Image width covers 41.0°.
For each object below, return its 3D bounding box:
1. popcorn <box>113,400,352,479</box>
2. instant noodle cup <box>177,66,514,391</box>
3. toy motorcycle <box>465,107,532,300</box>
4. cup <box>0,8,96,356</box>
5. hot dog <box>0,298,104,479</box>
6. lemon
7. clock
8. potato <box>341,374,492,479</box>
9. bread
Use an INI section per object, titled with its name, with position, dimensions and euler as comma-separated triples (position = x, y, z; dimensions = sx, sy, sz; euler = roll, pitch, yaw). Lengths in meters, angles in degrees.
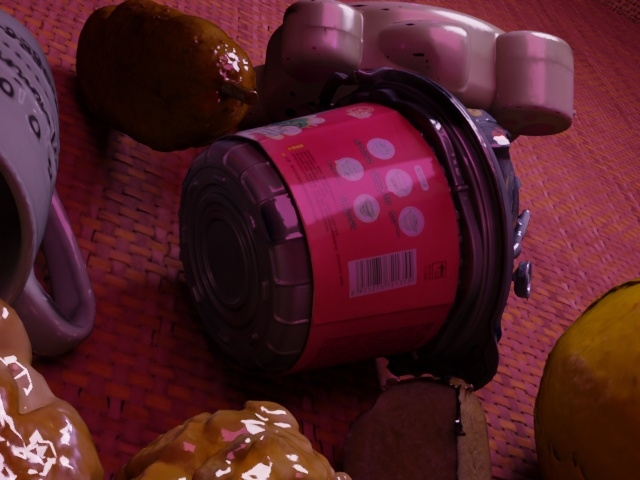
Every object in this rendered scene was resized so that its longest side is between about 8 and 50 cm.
[popcorn]
position = -0.054, 0.167, 0.490
dimensions = 0.194, 0.140, 0.163
euler = 0, 50, -45
[instant noodle cup]
position = 0.000, 0.000, 0.684
dimensions = 0.182, 0.258, 0.302
euler = -12, 55, -32
[toy motorcycle]
position = 0.155, -0.032, 0.854
dimensions = 0.108, 0.173, 0.307
euler = 2, -10, 19
[cup]
position = -0.245, -0.040, 0.589
dimensions = 0.258, 0.186, 0.234
euler = 53, 14, -27
[hot dog]
position = -0.268, 0.125, 0.308
dimensions = 0.367, 0.196, 0.365
euler = 50, 37, 14
[lemon]
position = 0.319, 0.164, 0.697
dimensions = 0.297, 0.297, 0.297
euler = 23, 33, -17
[clock]
position = 0.084, -0.158, 0.936
dimensions = 0.310, 0.284, 0.114
euler = 7, 78, -17
[potato]
position = 0.079, 0.189, 0.643
dimensions = 0.089, 0.101, 0.171
euler = 16, 71, -56
[bread]
position = -0.132, -0.145, 0.757
dimensions = 0.084, 0.124, 0.344
euler = 6, 13, -35
